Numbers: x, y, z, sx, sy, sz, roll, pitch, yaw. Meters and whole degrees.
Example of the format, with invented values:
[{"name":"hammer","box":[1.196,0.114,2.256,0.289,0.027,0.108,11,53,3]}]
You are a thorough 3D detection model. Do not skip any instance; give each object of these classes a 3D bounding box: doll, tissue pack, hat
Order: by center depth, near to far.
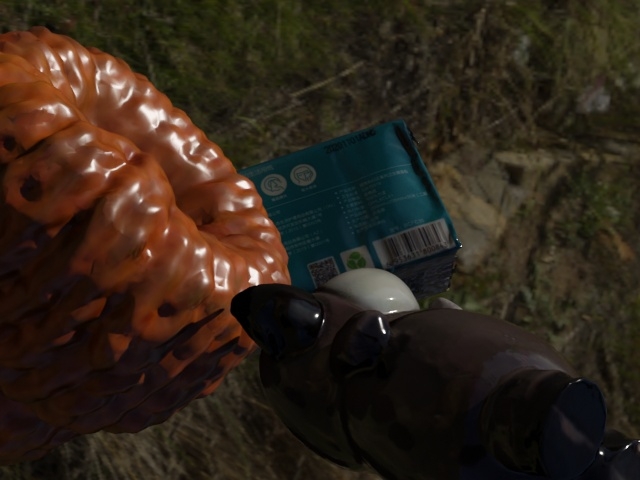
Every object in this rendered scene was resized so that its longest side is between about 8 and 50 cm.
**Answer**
[{"name":"doll","box":[0.059,0.090,0.606,0.117,0.257,0.182,-51,121,-14]},{"name":"hat","box":[-0.237,0.064,0.745,0.400,0.285,0.285,-44,132,9]},{"name":"tissue pack","box":[0.000,0.000,1.207,0.270,0.192,0.134,-17,152,-7]}]
